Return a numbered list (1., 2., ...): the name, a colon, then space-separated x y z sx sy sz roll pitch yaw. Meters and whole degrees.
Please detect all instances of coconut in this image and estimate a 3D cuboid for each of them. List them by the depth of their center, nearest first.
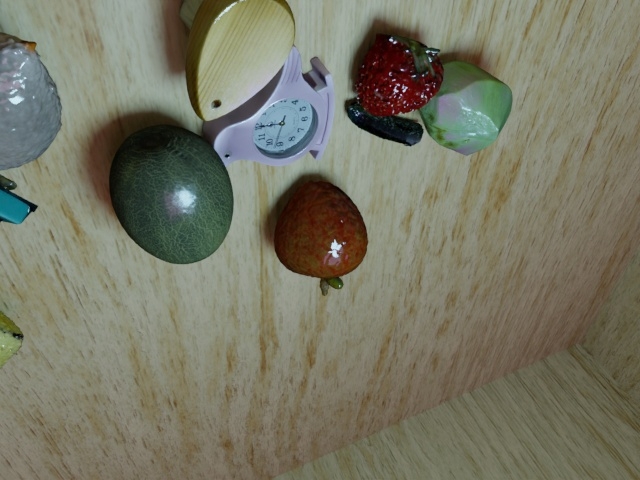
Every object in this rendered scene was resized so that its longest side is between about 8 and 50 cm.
1. coconut: 0.342 -0.307 1.382 0.204 0.236 0.236 -24 141 -15

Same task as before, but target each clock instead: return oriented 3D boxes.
1. clock: -0.102 -0.288 1.230 0.275 0.080 0.290 -12 137 -24

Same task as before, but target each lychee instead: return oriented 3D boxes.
1. lychee: 0.000 0.000 1.473 0.255 0.255 0.300 -1 97 -33

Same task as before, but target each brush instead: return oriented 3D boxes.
1. brush: -0.172 -0.355 1.042 0.174 0.166 0.267 13 124 -44

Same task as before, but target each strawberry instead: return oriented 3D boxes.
1. strawberry: 0.162 -0.348 1.275 0.184 0.187 0.201 34 131 -13

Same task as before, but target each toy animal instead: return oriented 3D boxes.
1. toy animal: -0.531 -0.212 0.916 0.358 0.188 0.226 -15 151 33

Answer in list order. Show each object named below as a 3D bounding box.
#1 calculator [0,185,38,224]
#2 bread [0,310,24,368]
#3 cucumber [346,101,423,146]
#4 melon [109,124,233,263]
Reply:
1. calculator: -0.633 -0.093 0.935 0.248 0.273 0.058 48 56 -64
2. bread: -0.778 0.185 1.234 0.160 0.147 0.260 -46 144 3
3. cucumber: 0.149 -0.282 1.422 0.245 0.067 0.067 9 126 -37
4. melon: -0.296 -0.086 1.186 0.237 0.237 0.302 -22 140 -12
